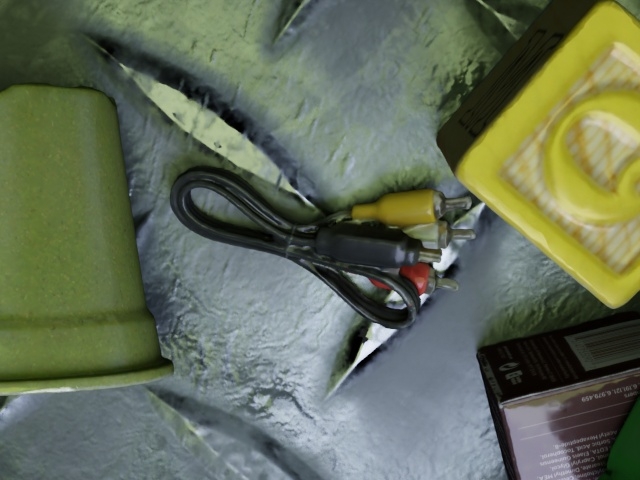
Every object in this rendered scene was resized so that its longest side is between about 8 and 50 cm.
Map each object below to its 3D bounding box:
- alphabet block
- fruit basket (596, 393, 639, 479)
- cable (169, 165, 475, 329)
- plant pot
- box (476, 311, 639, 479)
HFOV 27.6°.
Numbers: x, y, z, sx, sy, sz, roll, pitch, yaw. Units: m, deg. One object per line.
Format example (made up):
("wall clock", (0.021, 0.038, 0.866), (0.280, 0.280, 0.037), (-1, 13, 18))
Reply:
("alphabet block", (0.235, -0.087, 1.137), (0.192, 0.197, 0.193), (38, 100, -6))
("fruit basket", (0.432, 0.221, 0.969), (0.392, 0.392, 0.283), (29, 89, -5))
("cable", (0.000, 0.000, 1.245), (0.287, 0.072, 0.139), (11, 119, 11))
("plant pot", (-0.269, -0.005, 1.147), (0.276, 0.276, 0.254), (-1, 90, 1))
("box", (0.255, 0.197, 1.210), (0.167, 0.168, 0.203), (-14, 101, 2))
